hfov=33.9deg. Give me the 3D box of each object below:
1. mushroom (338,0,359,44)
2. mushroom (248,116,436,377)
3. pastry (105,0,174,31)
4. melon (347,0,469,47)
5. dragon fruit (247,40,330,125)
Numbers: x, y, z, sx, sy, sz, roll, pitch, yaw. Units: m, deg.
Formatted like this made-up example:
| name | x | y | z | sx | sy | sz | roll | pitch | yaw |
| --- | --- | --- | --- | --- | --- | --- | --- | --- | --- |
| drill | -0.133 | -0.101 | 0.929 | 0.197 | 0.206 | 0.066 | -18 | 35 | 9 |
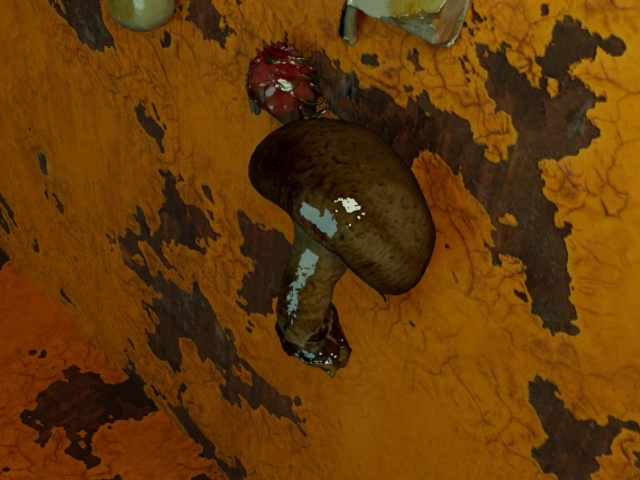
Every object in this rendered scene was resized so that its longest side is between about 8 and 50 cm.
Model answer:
| name | x | y | z | sx | sy | sz | roll | pitch | yaw |
| --- | --- | --- | --- | --- | --- | --- | --- | --- | --- |
| mushroom | 0.061 | -0.351 | 1.539 | 0.060 | 0.061 | 0.187 | 25 | 155 | -5 |
| mushroom | -0.004 | -0.019 | 1.666 | 0.334 | 0.356 | 0.331 | 35 | -155 | -54 |
| pastry | -0.338 | -0.463 | 1.941 | 0.156 | 0.092 | 0.157 | 25 | 132 | 32 |
| melon | 0.135 | -0.306 | 1.419 | 0.202 | 0.093 | 0.139 | -2 | 144 | 41 |
| dragon fruit | -0.058 | -0.257 | 1.727 | 0.121 | 0.130 | 0.142 | -23 | 98 | 24 |
